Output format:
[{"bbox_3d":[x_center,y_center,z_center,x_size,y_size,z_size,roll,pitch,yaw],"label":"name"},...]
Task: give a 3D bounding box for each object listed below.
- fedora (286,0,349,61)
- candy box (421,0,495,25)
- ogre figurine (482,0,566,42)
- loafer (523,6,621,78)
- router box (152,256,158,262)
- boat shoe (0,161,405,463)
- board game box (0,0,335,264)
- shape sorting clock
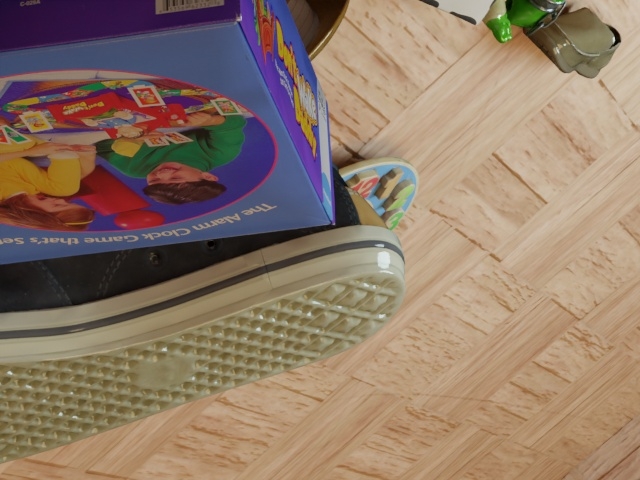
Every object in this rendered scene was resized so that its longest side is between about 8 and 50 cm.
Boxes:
[{"bbox_3d":[-0.077,-0.133,1.045,0.194,0.194,0.079,-36,117,-6],"label":"fedora"},{"bbox_3d":[0.071,-0.240,1.051,0.196,0.070,0.165,17,123,-42],"label":"candy box"},{"bbox_3d":[0.136,-0.219,1.216,0.118,0.097,0.197,-36,126,26],"label":"ogre figurine"},{"bbox_3d":[0.217,-0.175,1.452,0.050,0.056,0.148,-47,164,17],"label":"loafer"},{"bbox_3d":[-0.128,0.044,1.365,0.133,0.046,0.179,-13,146,-42],"label":"router box"},{"bbox_3d":[-0.191,0.041,1.154,0.500,0.156,0.187,-15,153,-15],"label":"boat shoe"},{"bbox_3d":[-0.184,-0.065,0.850,0.347,0.078,0.233,-7,157,8],"label":"board game box"},{"bbox_3d":[0.000,0.000,1.471,0.206,0.040,0.206,-30,154,-16],"label":"shape sorting clock"}]
